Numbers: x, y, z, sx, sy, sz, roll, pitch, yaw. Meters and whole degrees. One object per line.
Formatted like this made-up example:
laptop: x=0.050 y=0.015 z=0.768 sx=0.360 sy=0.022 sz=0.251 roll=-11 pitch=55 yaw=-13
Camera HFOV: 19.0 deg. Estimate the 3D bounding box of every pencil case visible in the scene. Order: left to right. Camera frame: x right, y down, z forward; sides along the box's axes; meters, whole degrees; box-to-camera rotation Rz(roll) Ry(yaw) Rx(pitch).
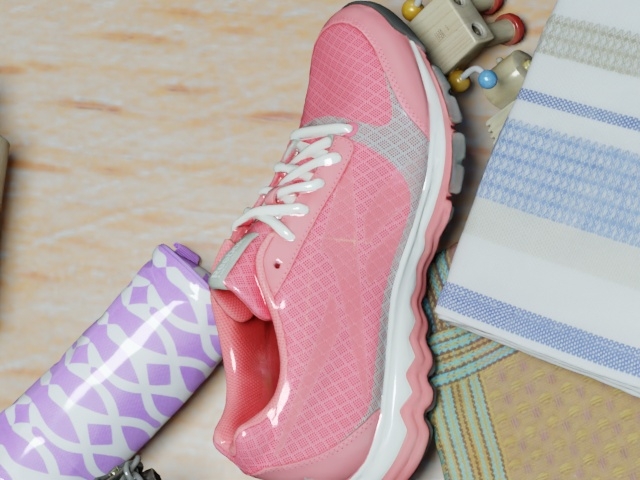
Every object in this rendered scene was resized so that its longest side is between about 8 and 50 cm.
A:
pencil case: x=-0.136 y=0.090 z=1.211 sx=0.206 sy=0.086 sz=0.088 roll=-45 pitch=43 yaw=-3

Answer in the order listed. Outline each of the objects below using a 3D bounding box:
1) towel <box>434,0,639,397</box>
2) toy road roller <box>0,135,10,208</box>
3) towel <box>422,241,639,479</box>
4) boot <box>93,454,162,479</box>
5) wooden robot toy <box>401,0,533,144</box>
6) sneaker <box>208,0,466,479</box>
towel: x=0.195 y=-0.053 z=1.091 sx=0.209 sy=0.034 sz=0.285 roll=18 pitch=84 yaw=39
toy road roller: x=-0.388 y=-0.026 z=1.234 sx=0.329 sy=0.240 sz=0.202 roll=12 pitch=81 yaw=-28
towel: x=0.189 y=0.122 z=1.073 sx=0.271 sy=0.040 sz=0.370 roll=-29 pitch=58 yaw=24
boot: x=-0.197 y=0.191 z=1.143 sx=0.229 sy=0.263 sz=0.091 roll=-30 pitch=45 yaw=8
wooden robot toy: x=0.084 y=-0.118 z=1.232 sx=0.079 sy=0.076 sz=0.173 roll=-40 pitch=75 yaw=37
sneaker: x=0.000 y=0.000 z=1.158 sx=0.136 sy=0.116 sz=0.314 roll=8 pitch=80 yaw=-33
